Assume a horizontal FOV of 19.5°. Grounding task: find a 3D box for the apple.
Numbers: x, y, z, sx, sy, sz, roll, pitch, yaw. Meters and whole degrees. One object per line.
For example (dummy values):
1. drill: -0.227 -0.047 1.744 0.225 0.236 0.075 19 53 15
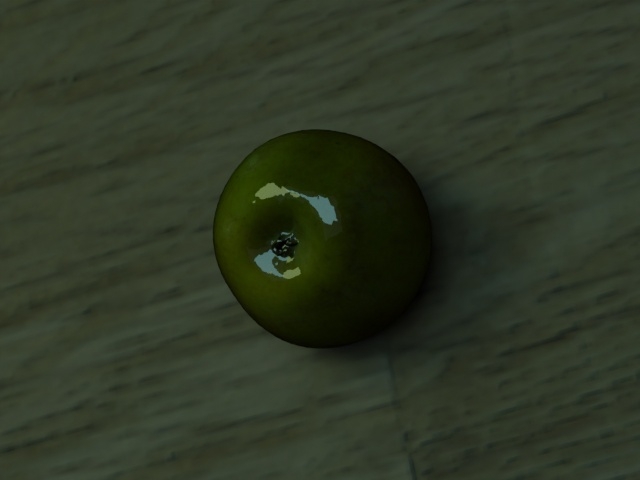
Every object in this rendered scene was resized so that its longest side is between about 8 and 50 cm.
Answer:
1. apple: 0.000 0.000 0.752 0.089 0.074 0.089 3 98 24
